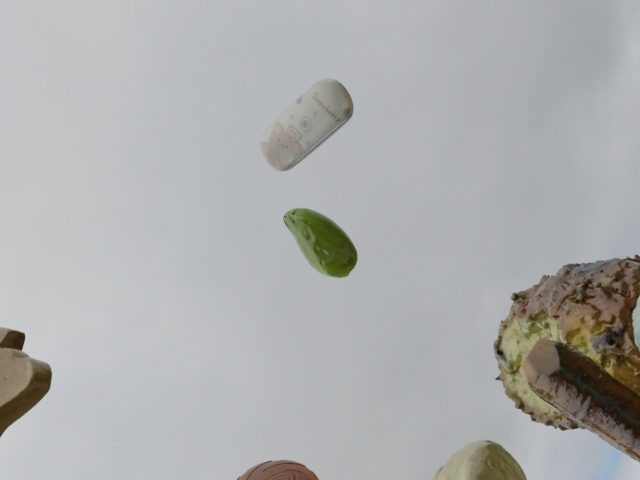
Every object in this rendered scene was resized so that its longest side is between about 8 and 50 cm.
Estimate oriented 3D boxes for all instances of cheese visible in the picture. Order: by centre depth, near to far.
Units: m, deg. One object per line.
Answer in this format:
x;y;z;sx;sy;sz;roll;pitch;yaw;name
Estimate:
0.219;0.424;1.170;0.214;0.117;0.226;-49;3;46;cheese

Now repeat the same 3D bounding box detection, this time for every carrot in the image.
0.344;0.202;0.750;0.066;0.314;0.066;-44;-26;-28;carrot

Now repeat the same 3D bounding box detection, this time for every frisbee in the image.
-0.091;0.494;1.452;0.192;0.192;0.035;-41;-44;-39;frisbee

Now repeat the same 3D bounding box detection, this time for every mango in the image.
0.000;0.000;1.396;0.091;0.165;0.074;-47;0;-33;mango

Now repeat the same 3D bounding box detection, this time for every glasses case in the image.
-0.026;-0.185;1.223;0.051;0.204;0.081;-25;-100;-50;glasses case

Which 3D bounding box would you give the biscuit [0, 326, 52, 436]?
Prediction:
-0.364;0.186;0.725;0.041;0.212;0.238;57;-135;-41;biscuit

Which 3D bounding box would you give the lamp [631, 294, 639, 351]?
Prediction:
0.429;0.120;0.818;0.106;0.193;0.106;-32;-32;-23;lamp

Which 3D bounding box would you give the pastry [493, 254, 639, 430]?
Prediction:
0.502;0.167;1.314;0.337;0.292;0.405;-16;-14;-14;pastry
